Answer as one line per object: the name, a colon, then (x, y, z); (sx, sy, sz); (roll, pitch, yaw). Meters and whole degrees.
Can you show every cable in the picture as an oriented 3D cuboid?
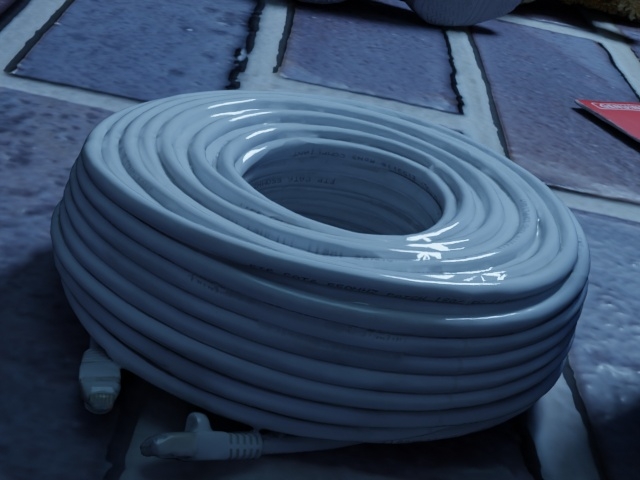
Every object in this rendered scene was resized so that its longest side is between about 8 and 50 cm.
cable: (0.000, 0.000, 0.590); (0.257, 0.089, 0.257); (2, 27, -23)

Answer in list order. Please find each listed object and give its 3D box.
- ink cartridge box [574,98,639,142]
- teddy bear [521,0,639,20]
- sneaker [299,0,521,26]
ink cartridge box: (0.404, -0.085, 0.998); (0.296, 0.066, 0.261); (-1, 29, -28)
teddy bear: (0.309, -0.308, 1.402); (0.245, 0.113, 0.338); (37, 26, 29)
sneaker: (0.069, -0.293, 1.223); (0.268, 0.101, 0.153); (4, 29, -14)
